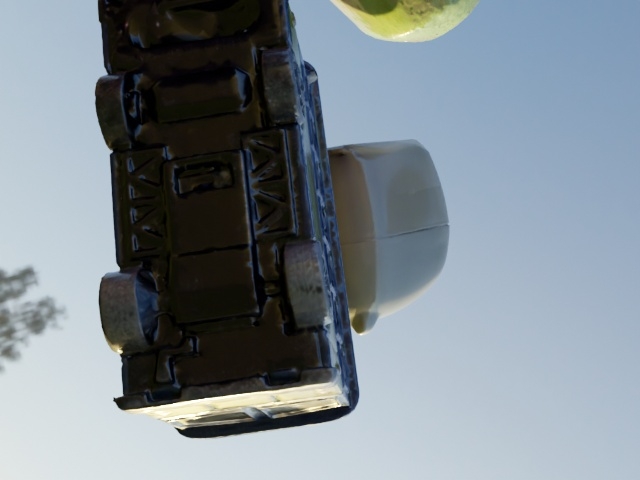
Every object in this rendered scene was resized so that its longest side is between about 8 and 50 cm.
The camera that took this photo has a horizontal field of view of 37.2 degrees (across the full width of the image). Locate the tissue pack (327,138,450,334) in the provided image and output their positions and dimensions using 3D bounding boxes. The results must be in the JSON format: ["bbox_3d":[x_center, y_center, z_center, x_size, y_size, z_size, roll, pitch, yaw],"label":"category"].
[{"bbox_3d":[0.000,0.000,1.274,0.333,0.229,0.236,-5,-85,43],"label":"tissue pack"}]

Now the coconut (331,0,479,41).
[{"bbox_3d":[0.092,-0.370,1.218,0.204,0.236,0.236,-23,-94,38],"label":"coconut"}]

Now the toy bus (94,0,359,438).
[{"bbox_3d":[-0.062,-0.022,0.646,0.175,0.138,0.288,69,14,-71],"label":"toy bus"}]
